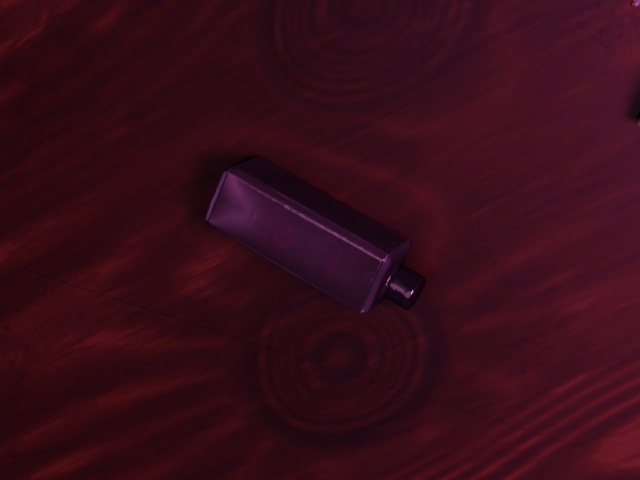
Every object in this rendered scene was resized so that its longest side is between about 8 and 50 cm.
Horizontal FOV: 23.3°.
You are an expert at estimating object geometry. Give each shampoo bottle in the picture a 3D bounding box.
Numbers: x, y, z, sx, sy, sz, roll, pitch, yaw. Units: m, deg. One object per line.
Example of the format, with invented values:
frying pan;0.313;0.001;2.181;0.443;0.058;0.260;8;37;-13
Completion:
shampoo bottle;0.000;0.000;1.690;0.246;0.079;0.080;29;114;14

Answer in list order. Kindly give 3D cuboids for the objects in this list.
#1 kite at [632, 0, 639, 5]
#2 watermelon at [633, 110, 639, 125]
kite;0.386;-0.310;1.482;0.198;0.006;0.244;45;116;8
watermelon;0.426;-0.136;1.485;0.245;0.063;0.119;8;125;17
